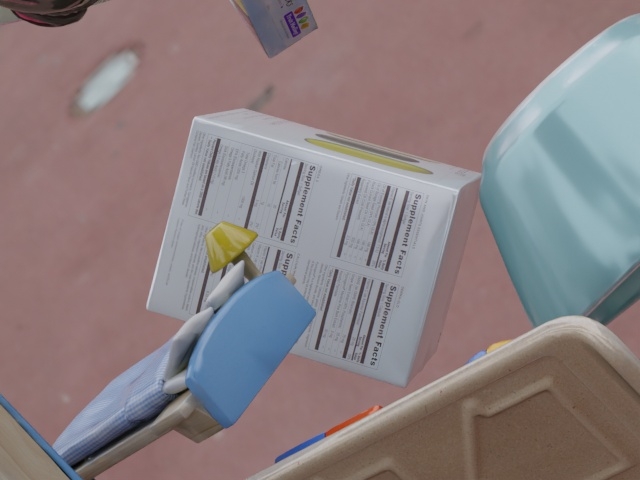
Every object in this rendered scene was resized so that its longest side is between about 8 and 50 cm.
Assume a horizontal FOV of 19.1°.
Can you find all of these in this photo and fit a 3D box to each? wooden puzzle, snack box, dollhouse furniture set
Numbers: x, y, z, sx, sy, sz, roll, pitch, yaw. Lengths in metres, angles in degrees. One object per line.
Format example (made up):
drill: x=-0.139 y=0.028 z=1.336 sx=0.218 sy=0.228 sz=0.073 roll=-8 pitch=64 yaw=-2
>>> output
wooden puzzle: x=0.131 y=0.191 z=1.346 sx=0.348 sy=0.322 sz=0.080 roll=-26 pitch=39 yaw=26
snack box: x=-0.051 y=-0.169 z=1.006 sx=0.037 sy=0.141 sz=0.100 roll=-31 pitch=69 yaw=-1
dollhouse furniture set: x=-0.204 y=0.103 z=1.368 sx=0.286 sy=0.198 sz=0.303 roll=-33 pitch=12 yaw=42

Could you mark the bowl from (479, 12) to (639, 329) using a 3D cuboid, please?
bowl: x=0.249 y=-0.065 z=1.523 sx=0.311 sy=0.163 sz=0.311 roll=-38 pitch=-12 yaw=-10

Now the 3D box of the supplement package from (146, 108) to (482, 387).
supplement package: x=0.000 y=0.000 z=1.864 sx=0.199 sy=0.263 sz=0.198 roll=-29 pitch=-46 yaw=-76

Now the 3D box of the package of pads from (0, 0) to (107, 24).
package of pads: x=-0.277 y=-0.216 z=1.268 sx=0.297 sy=0.101 sz=0.229 roll=-11 pitch=32 yaw=-3

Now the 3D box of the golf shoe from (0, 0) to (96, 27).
golf shoe: x=-0.237 y=-0.206 z=1.036 sx=0.120 sy=0.273 sz=0.105 roll=-121 pitch=54 yaw=-82
